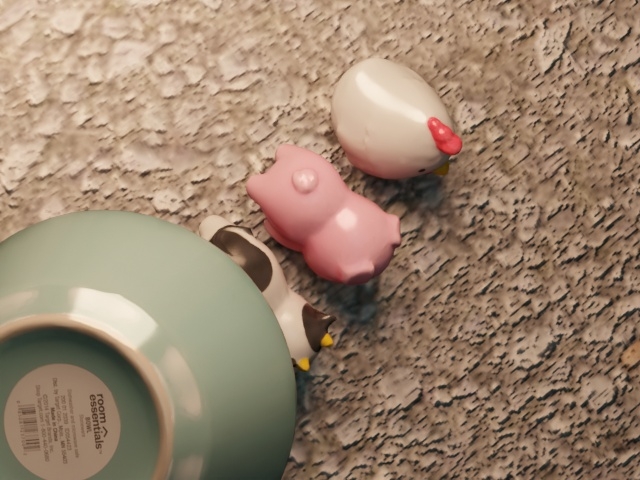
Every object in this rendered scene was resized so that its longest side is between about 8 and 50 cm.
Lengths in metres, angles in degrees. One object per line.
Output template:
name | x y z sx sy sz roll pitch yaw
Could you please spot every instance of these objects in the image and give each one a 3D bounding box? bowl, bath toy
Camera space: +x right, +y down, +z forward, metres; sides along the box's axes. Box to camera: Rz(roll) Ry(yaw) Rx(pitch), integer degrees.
bowl | -0.184 0.137 1.539 0.311 0.163 0.312 1 96 9
bath toy | 0.000 0.000 1.695 0.348 0.129 0.151 -50 135 -14
